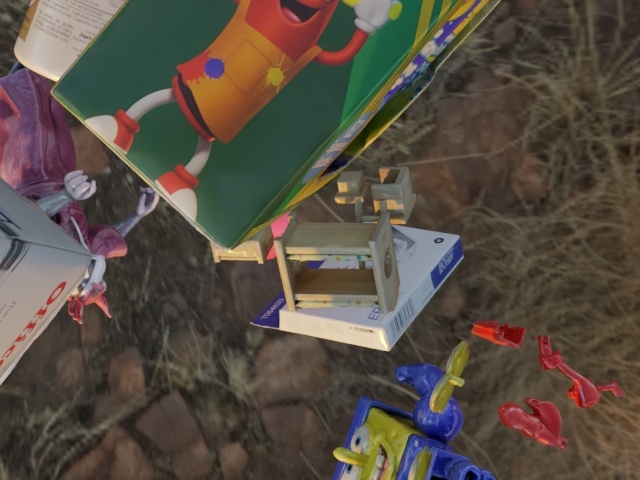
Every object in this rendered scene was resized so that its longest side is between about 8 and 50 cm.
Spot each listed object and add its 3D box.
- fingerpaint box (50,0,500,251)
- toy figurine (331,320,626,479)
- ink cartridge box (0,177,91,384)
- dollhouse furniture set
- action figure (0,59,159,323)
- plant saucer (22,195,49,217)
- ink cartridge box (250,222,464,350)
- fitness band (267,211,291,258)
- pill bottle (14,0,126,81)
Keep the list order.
[{"bbox_3d":[0.044,-0.200,1.006,0.163,0.445,0.371,43,101,1],"label":"fingerpaint box"},{"bbox_3d":[0.088,0.241,1.197,0.191,0.217,0.362,19,86,-28],"label":"toy figurine"},{"bbox_3d":[-0.184,0.031,0.518,0.082,0.191,0.139,39,92,8],"label":"ink cartridge box"},{"bbox_3d":[0.000,0.000,1.471,0.182,0.161,0.101,1,123,19],"label":"dollhouse furniture set"},{"bbox_3d":[-0.377,-0.044,1.782,0.276,0.248,0.370,-26,64,11],"label":"action figure"},{"bbox_3d":[-0.448,0.059,1.571,0.311,0.050,0.310,-30,142,-26],"label":"plant saucer"},{"bbox_3d":[0.047,0.052,1.833,0.223,0.224,0.045,-48,133,-42],"label":"ink cartridge box"},{"bbox_3d":[-0.077,-0.119,1.757,0.054,0.209,0.290,4,65,-14],"label":"fitness band"},{"bbox_3d":[-0.225,-0.277,1.427,0.131,0.131,0.229,21,103,-12],"label":"pill bottle"}]
